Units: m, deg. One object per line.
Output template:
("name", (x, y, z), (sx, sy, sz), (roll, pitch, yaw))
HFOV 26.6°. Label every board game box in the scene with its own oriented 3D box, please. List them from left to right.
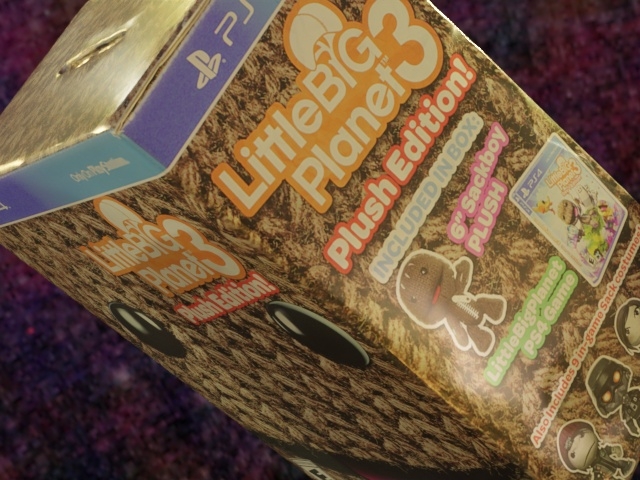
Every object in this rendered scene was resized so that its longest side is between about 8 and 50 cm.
("board game box", (0.000, 0.000, 0.667), (0.232, 0.291, 0.141), (-11, 44, 59))
